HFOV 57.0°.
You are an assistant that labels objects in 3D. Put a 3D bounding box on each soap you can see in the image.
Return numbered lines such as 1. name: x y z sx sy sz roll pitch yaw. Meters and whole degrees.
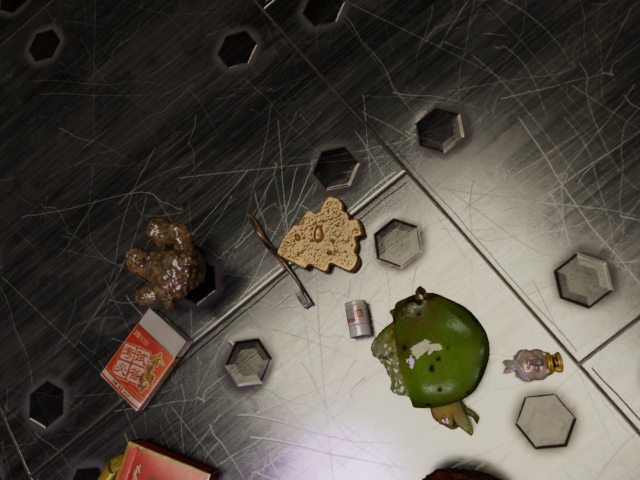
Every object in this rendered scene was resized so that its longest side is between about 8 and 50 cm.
1. soap: -0.559 0.621 1.537 0.033 0.089 0.168 35 78 -23

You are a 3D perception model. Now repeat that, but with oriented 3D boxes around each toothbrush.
1. toothbrush: -0.113 0.047 1.580 0.031 0.023 0.321 -35 69 2

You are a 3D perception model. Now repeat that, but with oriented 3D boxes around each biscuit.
1. biscuit: 0.000 0.000 1.551 0.238 0.041 0.212 -18 77 10

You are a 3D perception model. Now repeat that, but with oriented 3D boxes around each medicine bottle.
1. medicine bottle: 0.094 0.195 1.463 0.057 0.057 0.089 -13 73 12

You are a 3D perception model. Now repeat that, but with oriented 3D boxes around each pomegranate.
1. pomegranate: 0.259 0.272 1.305 0.260 0.260 0.341 -25 100 9

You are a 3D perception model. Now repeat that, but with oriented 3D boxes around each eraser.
1. eraser: -0.475 0.321 1.605 0.157 0.038 0.230 36 89 21

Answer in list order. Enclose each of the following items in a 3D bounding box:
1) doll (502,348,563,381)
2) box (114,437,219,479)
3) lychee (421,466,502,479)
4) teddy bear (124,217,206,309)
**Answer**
1. doll: 0.474 0.277 1.317 0.127 0.084 0.073 -7 73 7
2. box: -0.394 0.614 1.481 0.239 0.074 0.153 16 84 14
3. lychee: 0.306 0.596 1.205 0.260 0.260 0.261 -4 75 15
4. teddy bear: -0.428 0.059 1.563 0.296 0.222 0.246 32 89 22
